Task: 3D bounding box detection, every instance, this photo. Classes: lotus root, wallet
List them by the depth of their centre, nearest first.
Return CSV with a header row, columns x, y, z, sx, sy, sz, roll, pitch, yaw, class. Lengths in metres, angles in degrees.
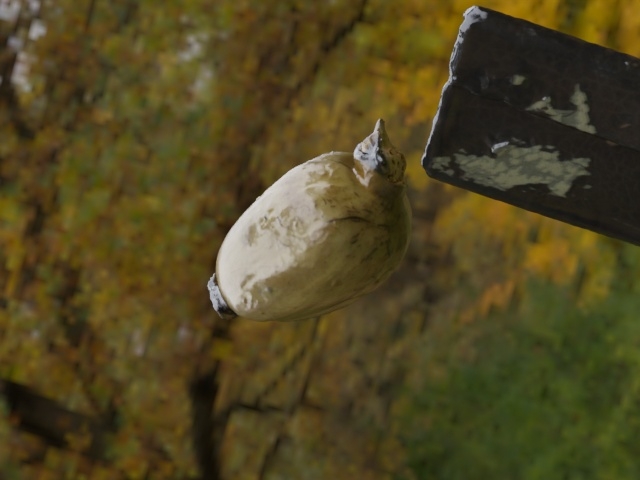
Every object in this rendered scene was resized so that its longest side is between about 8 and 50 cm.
x,y,z,sx,sy,sz,roll,pitch,yaw,class
0.247,-0.068,1.585,0.044,0.321,0.170,-63,-11,-50,wallet
0.000,0.000,1.904,0.257,0.140,0.154,-38,-11,31,lotus root
